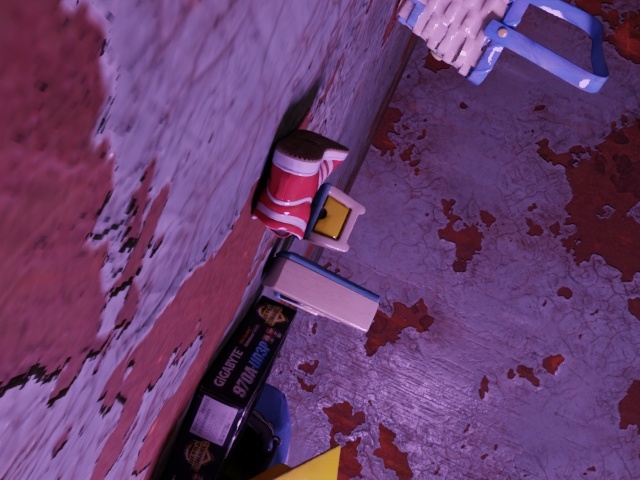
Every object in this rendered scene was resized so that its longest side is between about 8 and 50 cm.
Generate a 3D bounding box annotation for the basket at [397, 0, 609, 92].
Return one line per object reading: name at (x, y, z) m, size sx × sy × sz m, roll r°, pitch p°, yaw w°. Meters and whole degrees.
basket at (0.268, -0.325, 0.998) m, size 0.255 × 0.288 × 0.201 m, roll -62°, pitch 176°, yaw -54°

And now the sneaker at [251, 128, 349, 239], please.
sneaker at (-0.014, -0.041, 0.516) m, size 0.118 × 0.042 × 0.067 m, roll -39°, pitch 150°, yaw -69°

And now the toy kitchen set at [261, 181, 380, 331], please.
toy kitchen set at (0.000, 0.000, 0.866) m, size 0.166 × 0.122 × 0.207 m, roll -66°, pitch -162°, yaw -8°

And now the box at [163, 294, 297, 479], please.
box at (-0.099, 0.180, 0.770) m, size 0.220 × 0.051 × 0.175 m, roll -61°, pitch 175°, yaw -68°

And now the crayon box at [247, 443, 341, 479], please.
crayon box at (-0.083, 0.358, 0.689) m, size 0.202 × 0.081 × 0.319 m, roll -5°, pitch 107°, yaw -55°

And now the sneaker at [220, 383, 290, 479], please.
sneaker at (-0.097, 0.286, 0.986) m, size 0.147 × 0.129 × 0.330 m, roll -64°, pitch 179°, yaw 20°
